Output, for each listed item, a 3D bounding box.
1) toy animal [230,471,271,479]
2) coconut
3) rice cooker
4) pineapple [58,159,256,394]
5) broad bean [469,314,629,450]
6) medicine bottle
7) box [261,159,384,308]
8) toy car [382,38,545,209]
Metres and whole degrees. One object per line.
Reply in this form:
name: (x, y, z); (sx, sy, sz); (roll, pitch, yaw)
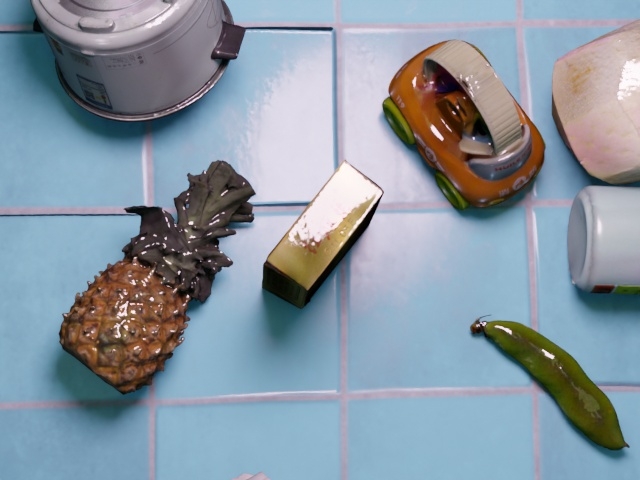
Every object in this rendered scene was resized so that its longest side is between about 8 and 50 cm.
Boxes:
toy animal: (-0.117, 0.378, 1.771); (0.181, 0.131, 0.127); (-44, 53, -15)
coconut: (0.404, -0.176, 1.810); (0.236, 0.237, 0.197); (-29, 97, -6)
rice cooker: (-0.236, -0.285, 1.789); (0.280, 0.227, 0.241); (8, 63, 12)
pineapple: (-0.199, 0.036, 1.779); (0.170, 0.141, 0.310); (44, 76, -33)
broad bean: (0.306, 0.176, 1.827); (0.254, 0.046, 0.065); (43, 89, 6)
medicine bottle: (0.439, 0.001, 1.812); (0.225, 0.139, 0.139); (1, 81, -2)
box: (0.000, 0.000, 1.744); (0.071, 0.240, 0.159); (36, 81, 3)
toy car: (0.192, -0.159, 1.788); (0.145, 0.235, 0.235); (-36, 84, -7)
